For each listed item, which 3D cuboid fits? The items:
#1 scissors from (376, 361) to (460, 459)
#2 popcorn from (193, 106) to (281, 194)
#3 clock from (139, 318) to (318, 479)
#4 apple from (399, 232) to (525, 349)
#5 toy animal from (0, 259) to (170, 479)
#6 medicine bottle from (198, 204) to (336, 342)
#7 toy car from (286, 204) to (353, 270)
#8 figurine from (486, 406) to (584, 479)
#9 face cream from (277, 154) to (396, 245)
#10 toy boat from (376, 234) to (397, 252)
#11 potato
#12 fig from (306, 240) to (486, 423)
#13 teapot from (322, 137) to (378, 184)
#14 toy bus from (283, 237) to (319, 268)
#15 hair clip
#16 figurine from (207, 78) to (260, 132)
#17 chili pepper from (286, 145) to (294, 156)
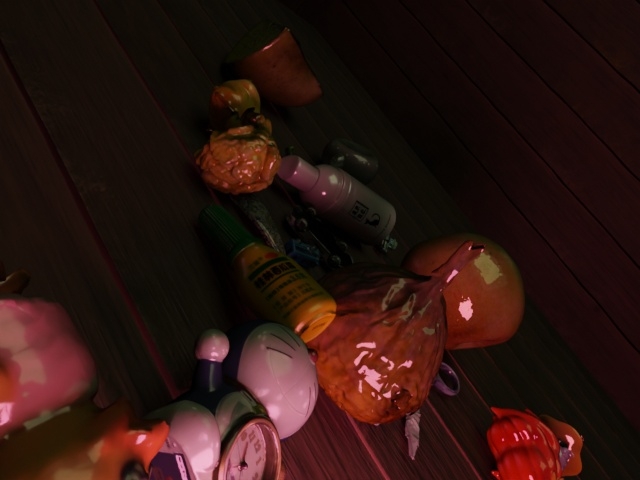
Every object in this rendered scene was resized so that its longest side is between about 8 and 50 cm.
[{"bbox_3d":[0.196,0.310,0.924,0.256,0.029,0.383,48,27,6],"label":"scissors"},{"bbox_3d":[-0.173,-0.182,0.891,0.195,0.168,0.173,-107,179,-47],"label":"popcorn"},{"bbox_3d":[-0.095,0.190,0.496,0.243,0.146,0.200,-36,109,-62],"label":"clock"},{"bbox_3d":[0.367,0.144,1.109,0.319,0.319,0.277,25,44,-40],"label":"apple"},{"bbox_3d":[-0.234,0.154,0.326,0.281,0.195,0.169,47,66,4],"label":"toy animal"},{"bbox_3d":[-0.105,0.044,0.697,0.111,0.076,0.309,-26,53,-33],"label":"medicine bottle"},{"bbox_3d":[0.000,0.000,1.014,0.205,0.056,0.095,48,25,-9],"label":"toy car"},{"bbox_3d":[0.488,0.499,0.984,0.257,0.181,0.208,11,84,-50],"label":"figurine"},{"bbox_3d":[0.033,-0.118,1.129,0.369,0.145,0.145,27,33,-36],"label":"face cream"},{"bbox_3d":[0.210,0.000,1.335,0.066,0.059,0.140,27,31,-4],"label":"toy boat"},{"bbox_3d":[-0.151,-0.542,1.403,0.280,0.212,0.330,48,6,-38],"label":"potato"},{"bbox_3d":[0.140,0.132,0.714,0.286,0.368,0.286,26,40,-25],"label":"fig"},{"bbox_3d":[0.095,-0.252,1.406,0.193,0.129,0.294,36,26,18],"label":"teapot"},{"bbox_3d":[-0.040,0.029,0.930,0.083,0.038,0.046,24,40,-39],"label":"toy bus"},{"bbox_3d":[-0.129,-0.042,0.893,0.066,0.036,0.229,-13,64,-54],"label":"hair clip"},{"bbox_3d":[-0.213,-0.331,1.044,0.131,0.156,0.246,40,14,-24],"label":"figurine"},{"bbox_3d":[-0.090,-0.273,1.292,0.030,0.017,0.083,40,26,-20],"label":"chili pepper"}]
